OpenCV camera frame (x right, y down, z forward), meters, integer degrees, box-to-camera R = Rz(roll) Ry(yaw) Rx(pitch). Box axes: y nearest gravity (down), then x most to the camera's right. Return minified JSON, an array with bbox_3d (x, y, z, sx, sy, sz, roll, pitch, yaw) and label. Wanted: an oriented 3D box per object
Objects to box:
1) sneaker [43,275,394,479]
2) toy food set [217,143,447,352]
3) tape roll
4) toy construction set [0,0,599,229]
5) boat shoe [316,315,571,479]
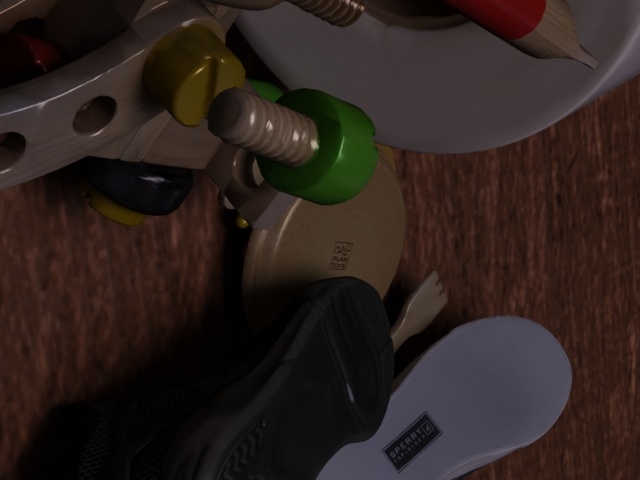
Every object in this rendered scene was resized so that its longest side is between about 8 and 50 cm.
[{"bbox_3d":[-0.050,0.085,0.821,0.227,0.130,0.087,-46,123,-54],"label":"sneaker"},{"bbox_3d":[0.000,0.000,0.910,0.132,0.038,0.192,-46,137,-26],"label":"toy food set"},{"bbox_3d":[0.083,-0.178,0.793,0.169,0.246,0.246,-30,119,-51],"label":"tape roll"},{"bbox_3d":[-0.033,-0.095,0.669,0.237,0.309,0.257,18,91,-54],"label":"toy construction set"},{"bbox_3d":[0.050,0.117,0.958,0.228,0.076,0.080,-35,89,-38],"label":"boat shoe"}]
